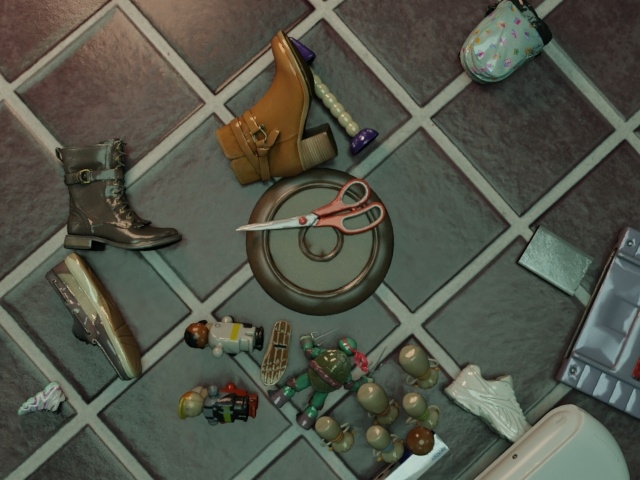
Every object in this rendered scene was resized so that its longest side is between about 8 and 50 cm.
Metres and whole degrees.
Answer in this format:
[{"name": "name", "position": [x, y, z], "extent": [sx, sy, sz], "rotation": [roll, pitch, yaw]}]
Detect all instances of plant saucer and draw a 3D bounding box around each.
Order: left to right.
[{"name": "plant saucer", "position": [0.000, 0.000, 1.823], "extent": [0.310, 0.050, 0.311], "rotation": [0, 85, -2]}]

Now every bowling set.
[{"name": "bowling set", "position": [0.151, 0.367, 1.720], "extent": [0.287, 0.154, 0.200], "rotation": [-37, 51, 0]}]

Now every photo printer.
[{"name": "photo printer", "position": [0.458, 0.486, 1.735], "extent": [0.307, 0.107, 0.256], "rotation": [-40, 117, -5]}]

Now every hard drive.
[{"name": "hard drive", "position": [0.492, 0.043, 1.851], "extent": [0.135, 0.022, 0.094], "rotation": [32, 85, 0]}]

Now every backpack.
[{"name": "backpack", "position": [0.373, -0.410, 1.833], "extent": [0.182, 0.115, 0.152], "rotation": [-42, 91, -2]}]

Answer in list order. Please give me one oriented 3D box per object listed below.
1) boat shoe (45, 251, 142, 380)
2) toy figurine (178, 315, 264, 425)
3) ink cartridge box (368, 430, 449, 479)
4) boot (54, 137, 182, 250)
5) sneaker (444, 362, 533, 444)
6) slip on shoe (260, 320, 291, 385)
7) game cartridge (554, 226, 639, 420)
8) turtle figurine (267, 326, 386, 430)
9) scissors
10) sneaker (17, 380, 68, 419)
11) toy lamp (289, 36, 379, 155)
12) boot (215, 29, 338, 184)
[{"name": "boat shoe", "position": [-0.454, 0.163, 1.769], "extent": [0.092, 0.103, 0.285], "rotation": [-31, 84, 1]}, {"name": "toy figurine", "position": [-0.198, 0.251, 1.716], "extent": [0.148, 0.209, 0.213], "rotation": [5, 85, 4]}, {"name": "ink cartridge box", "position": [0.161, 0.464, 1.770], "extent": [0.207, 0.097, 0.046], "rotation": [-41, 88, -4]}, {"name": "boot", "position": [-0.411, -0.094, 1.791], "extent": [0.262, 0.091, 0.229], "rotation": [1, 86, 0]}, {"name": "sneaker", "position": [0.373, 0.335, 1.795], "extent": [0.232, 0.090, 0.115], "rotation": [36, 82, 0]}, {"name": "slip on shoe", "position": [-0.089, 0.230, 1.789], "extent": [0.051, 0.041, 0.135], "rotation": [10, 70, -1]}, {"name": "game cartridge", "position": [0.664, 0.178, 1.832], "extent": [0.230, 0.068, 0.355], "rotation": [25, 85, 4]}, {"name": "turtle figurine", "position": [0.012, 0.260, 1.773], "extent": [0.175, 0.118, 0.234], "rotation": [44, 95, 12]}, {"name": "scissors", "position": [-0.016, -0.034, 1.789], "extent": [0.297, 0.021, 0.109], "rotation": [-22, 89, -5]}, {"name": "sneaker", "position": [-0.554, 0.338, 1.780], "extent": [0.098, 0.038, 0.069], "rotation": [-38, 87, -4]}, {"name": "toy lamp", "position": [0.009, -0.304, 1.829], "extent": [0.080, 0.080, 0.275], "rotation": [-41, 88, -4]}, {"name": "boot", "position": [-0.109, -0.259, 1.779], "extent": [0.220, 0.109, 0.284], "rotation": [-16, 113, 13]}]
